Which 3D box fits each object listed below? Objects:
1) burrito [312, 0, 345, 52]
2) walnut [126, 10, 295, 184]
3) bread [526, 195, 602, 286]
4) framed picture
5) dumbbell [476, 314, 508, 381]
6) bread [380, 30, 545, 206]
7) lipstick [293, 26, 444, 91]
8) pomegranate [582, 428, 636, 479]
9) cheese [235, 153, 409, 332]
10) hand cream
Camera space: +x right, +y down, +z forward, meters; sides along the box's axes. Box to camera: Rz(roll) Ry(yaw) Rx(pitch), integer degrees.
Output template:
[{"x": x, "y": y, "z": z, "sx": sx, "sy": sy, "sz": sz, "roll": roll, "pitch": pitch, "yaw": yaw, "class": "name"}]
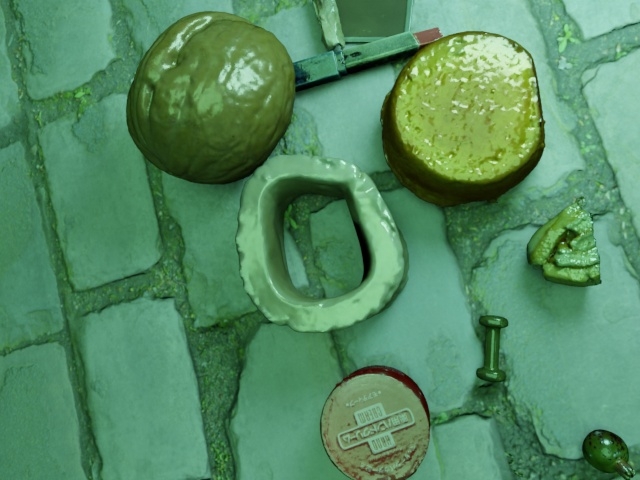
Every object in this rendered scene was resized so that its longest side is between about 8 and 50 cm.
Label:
[{"x": 0.015, "y": -0.455, "z": 1.024, "sx": 0.055, "sy": 0.041, "sz": 0.149, "roll": -18, "pitch": 81, "yaw": 24, "class": "burrito"}, {"x": -0.196, "y": -0.264, "z": 0.943, "sx": 0.333, "sy": 0.333, "sz": 0.332, "roll": -1, "pitch": 84, "yaw": 12, "class": "walnut"}, {"x": 0.418, "y": 0.007, "z": 0.880, "sx": 0.110, "sy": 0.103, "sz": 0.156, "roll": -9, "pitch": 77, "yaw": 23, "class": "bread"}, {"x": 0.098, "y": -0.475, "z": 1.035, "sx": 0.183, "sy": 0.011, "sz": 0.141, "roll": 5, "pitch": 86, "yaw": 13, "class": "framed picture"}, {"x": 0.310, "y": 0.194, "z": 0.906, "sx": 0.052, "sy": 0.046, "sz": 0.117, "roll": 4, "pitch": 86, "yaw": 18, "class": "dumbbell"}, {"x": 0.251, "y": -0.218, "z": 0.894, "sx": 0.313, "sy": 0.172, "sz": 0.311, "roll": -1, "pitch": 86, "yaw": 10, "class": "bread"}, {"x": 0.088, "y": -0.366, "z": 1.004, "sx": 0.313, "sy": 0.051, "sz": 0.051, "roll": -13, "pitch": 90, "yaw": 11, "class": "lipstick"}, {"x": 0.477, "y": 0.353, "z": 0.834, "sx": 0.073, "sy": 0.084, "sz": 0.073, "roll": 0, "pitch": 89, "yaw": 2, "class": "pomegranate"}, {"x": 0.003, "y": -0.001, "z": 0.939, "sx": 0.293, "sy": 0.153, "sz": 0.331, "roll": -17, "pitch": 83, "yaw": 10, "class": "cheese"}, {"x": 0.101, "y": 0.323, "z": 0.898, "sx": 0.193, "sy": 0.125, "sz": 0.192, "roll": -1, "pitch": 85, "yaw": 13, "class": "hand cream"}]
